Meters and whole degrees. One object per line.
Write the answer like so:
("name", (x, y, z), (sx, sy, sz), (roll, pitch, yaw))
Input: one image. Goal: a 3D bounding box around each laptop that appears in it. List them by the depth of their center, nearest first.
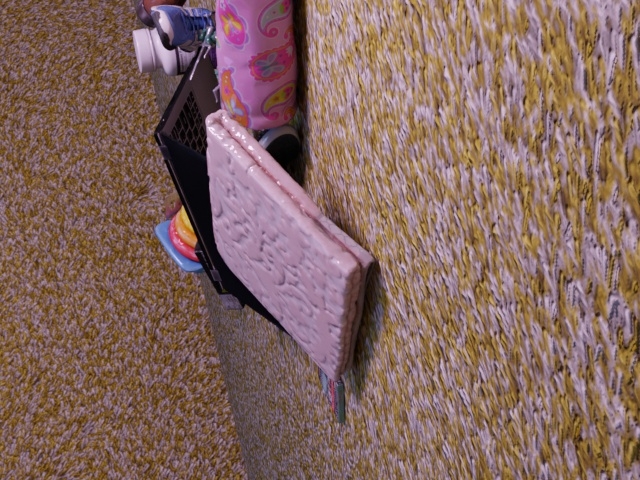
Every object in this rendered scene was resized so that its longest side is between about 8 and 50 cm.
("laptop", (-0.112, -0.080, 1.738), (0.408, 0.236, 0.382), (-74, -23, -43))

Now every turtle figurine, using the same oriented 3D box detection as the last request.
("turtle figurine", (-0.133, -0.316, 1.578), (0.175, 0.118, 0.234), (-136, 49, -58))

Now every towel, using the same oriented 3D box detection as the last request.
("towel", (-0.053, 0.014, 1.410), (0.317, 0.053, 0.332), (46, 155, 22))

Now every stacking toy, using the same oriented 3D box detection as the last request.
("stacking toy", (-0.261, -0.075, 2.360), (0.166, 0.175, 0.302), (50, 140, 18))

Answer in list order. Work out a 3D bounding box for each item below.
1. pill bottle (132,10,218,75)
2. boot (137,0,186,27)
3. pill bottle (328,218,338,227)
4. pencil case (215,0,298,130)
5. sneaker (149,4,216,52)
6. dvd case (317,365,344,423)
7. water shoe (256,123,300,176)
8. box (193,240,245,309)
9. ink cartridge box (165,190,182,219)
("pill bottle", (-0.247, -0.367, 1.857), (0.108, 0.193, 0.108), (169, 90, -78))
("boot", (-0.207, -0.513, 1.706), (0.096, 0.264, 0.280), (39, 157, -17))
("pill bottle", (0.000, 0.000, 1.432), (0.083, 0.043, 0.043), (115, 142, -71))
("pencil case", (-0.090, -0.299, 1.407), (0.124, 0.124, 0.284), (-116, 19, -48))
("sneaker", (-0.222, -0.364, 1.664), (0.211, 0.081, 0.080), (-45, -63, -75))
("dvd case", (0.016, 0.232, 1.645), (0.119, 0.013, 0.087), (-120, 22, -53))
("water shoe", (-0.081, -0.151, 1.584), (0.203, 0.073, 0.080), (112, 143, -69))
("box", (-0.181, 0.010, 1.978), (0.190, 0.045, 0.184), (67, -151, -45))
("ink cartridge box", (-0.316, -0.139, 2.422), (0.045, 0.179, 0.145), (52, 161, 12))
